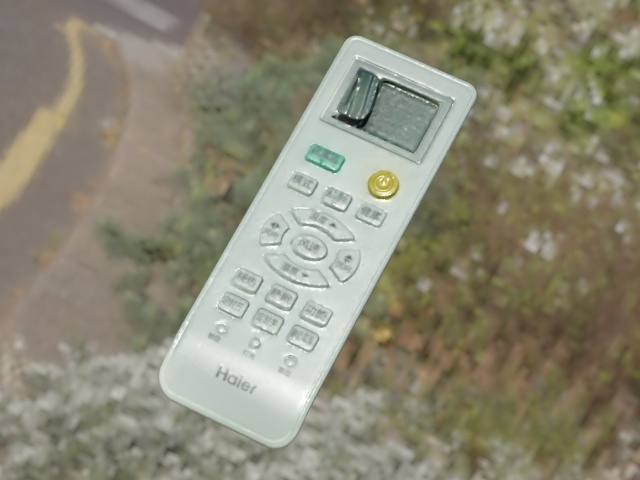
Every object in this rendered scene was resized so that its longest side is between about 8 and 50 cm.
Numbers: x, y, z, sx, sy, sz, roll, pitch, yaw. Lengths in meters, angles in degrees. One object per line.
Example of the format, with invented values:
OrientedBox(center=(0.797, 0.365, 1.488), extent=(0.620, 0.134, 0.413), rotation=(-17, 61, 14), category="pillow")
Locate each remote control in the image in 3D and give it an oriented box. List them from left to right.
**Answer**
OrientedBox(center=(0.000, -0.001, 1.299), extent=(0.103, 0.293, 0.051), rotation=(25, -18, 11), category="remote control")
